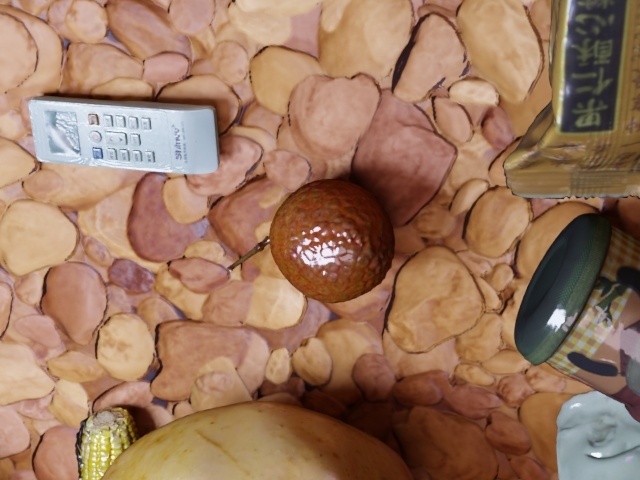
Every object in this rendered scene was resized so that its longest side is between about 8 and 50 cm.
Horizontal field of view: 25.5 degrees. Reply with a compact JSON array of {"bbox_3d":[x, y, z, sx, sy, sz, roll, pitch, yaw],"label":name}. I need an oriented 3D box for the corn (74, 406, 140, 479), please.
[{"bbox_3d":[-0.199,0.253,1.380,0.072,0.072,0.203,3,119,9],"label":"corn"}]

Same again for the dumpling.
[{"bbox_3d":[0.288,0.230,1.241,0.152,0.108,0.219,-21,79,-1],"label":"dumpling"}]

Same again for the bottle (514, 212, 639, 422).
[{"bbox_3d":[0.303,0.085,1.140,0.271,0.143,0.156,27,147,-3],"label":"bottle"}]

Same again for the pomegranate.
[{"bbox_3d":[-0.057,0.310,1.231,0.338,0.338,0.338,5,121,8],"label":"pomegranate"}]

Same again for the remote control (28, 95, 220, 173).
[{"bbox_3d":[-0.164,-0.091,1.192,0.162,0.029,0.061,6,119,13],"label":"remote control"}]

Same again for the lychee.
[{"bbox_3d":[0.002,-0.003,1.176,0.114,0.140,0.101,-13,120,-26],"label":"lychee"}]

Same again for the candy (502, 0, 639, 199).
[{"bbox_3d":[0.208,-0.140,1.053,0.143,0.101,0.271,-1,126,5],"label":"candy"}]
